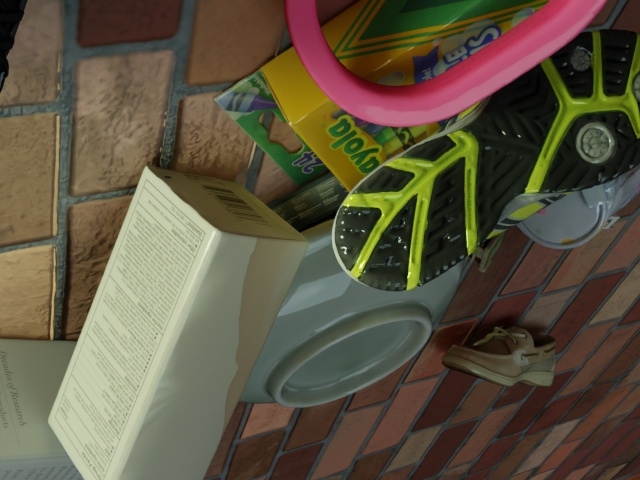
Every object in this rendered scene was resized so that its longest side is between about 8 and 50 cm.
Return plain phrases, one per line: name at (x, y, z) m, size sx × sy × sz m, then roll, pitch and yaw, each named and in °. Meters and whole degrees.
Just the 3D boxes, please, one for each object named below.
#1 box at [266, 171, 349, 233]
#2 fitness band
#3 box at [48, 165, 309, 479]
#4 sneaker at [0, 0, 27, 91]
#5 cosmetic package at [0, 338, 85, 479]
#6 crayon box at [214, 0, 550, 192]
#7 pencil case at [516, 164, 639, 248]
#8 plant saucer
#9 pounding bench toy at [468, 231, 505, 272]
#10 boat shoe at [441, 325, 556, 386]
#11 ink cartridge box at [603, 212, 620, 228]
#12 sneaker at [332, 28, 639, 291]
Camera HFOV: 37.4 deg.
box at (0.000, 0.000, 1.117) m, size 0.220 × 0.051 × 0.175 m, roll -28°, pitch 150°, yaw 2°
fitness band at (0.110, -0.218, 0.768) m, size 0.291 × 0.054 × 0.209 m, roll -32°, pitch 115°, yaw 9°
box at (-0.151, 0.098, 0.959) m, size 0.121 × 0.148 × 0.311 m, roll 7°, pitch 115°, yaw -45°
sneaker at (-0.226, -0.158, 0.611) m, size 0.293 × 0.146 × 0.102 m, roll -40°, pitch 147°, yaw 21°
cosmetic package at (-0.386, 0.235, 1.068) m, size 0.453 × 0.161 × 0.230 m, roll 9°, pitch 134°, yaw -45°
crayon box at (0.087, -0.151, 0.925) m, size 0.323 × 0.083 × 0.203 m, roll -32°, pitch 149°, yaw 9°
pencil case at (0.319, -0.080, 1.086) m, size 0.273 × 0.124 × 0.113 m, roll -27°, pitch 115°, yaw -48°
plant saucer at (0.021, 0.111, 1.160) m, size 0.401 × 0.100 × 0.400 m, roll -21°, pitch 154°, yaw -11°
pounding bench toy at (0.200, 0.003, 1.256) m, size 0.052 × 0.065 × 0.083 m, roll -49°, pitch 160°, yaw -29°
boat shoe at (0.313, 0.191, 1.615) m, size 0.302 × 0.109 × 0.098 m, roll 13°, pitch 92°, yaw -47°
ink cartridge box at (0.394, -0.043, 1.357) m, size 0.083 × 0.048 × 0.028 m, roll 2°, pitch 139°, yaw -41°
sneaker at (0.173, -0.085, 0.917) m, size 0.385 × 0.145 × 0.147 m, roll -27°, pitch -178°, yaw -8°
